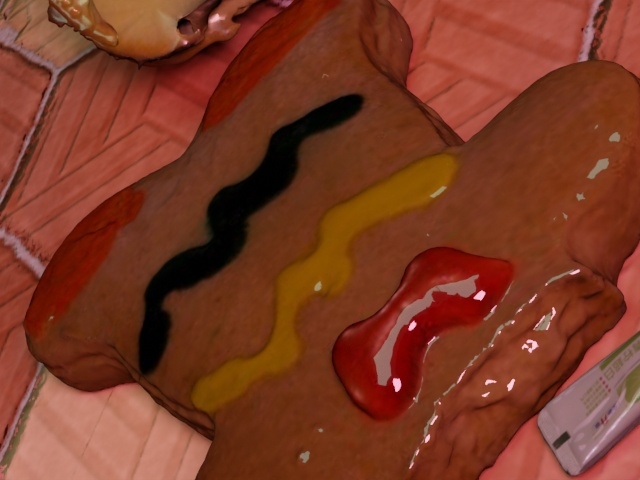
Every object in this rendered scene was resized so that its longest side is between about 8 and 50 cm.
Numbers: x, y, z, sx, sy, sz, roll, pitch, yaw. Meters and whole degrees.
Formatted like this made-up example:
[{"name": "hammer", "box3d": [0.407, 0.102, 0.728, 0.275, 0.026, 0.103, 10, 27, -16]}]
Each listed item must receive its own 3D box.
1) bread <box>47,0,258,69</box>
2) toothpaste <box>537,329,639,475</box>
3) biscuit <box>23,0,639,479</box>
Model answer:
[{"name": "bread", "box3d": [-0.116, -0.233, 1.268, 0.204, 0.162, 0.262, -38, 61, 9]}, {"name": "toothpaste", "box3d": [0.186, 0.040, 0.845, 0.197, 0.029, 0.048, -42, 38, 12]}, {"name": "biscuit", "box3d": [0.000, 0.000, 1.019, 0.368, 0.076, 0.394, -48, 38, 1]}]
